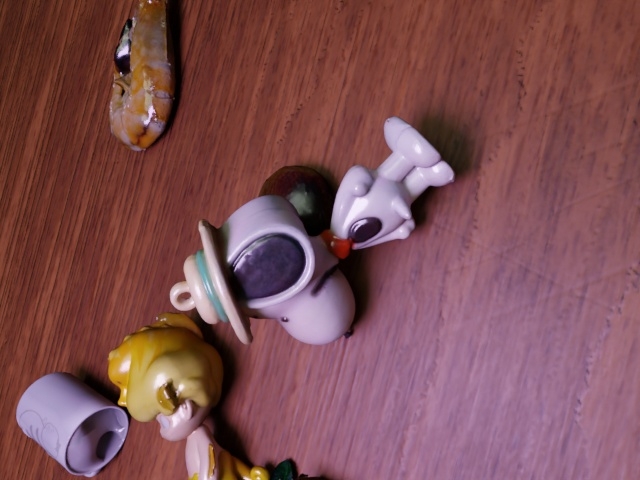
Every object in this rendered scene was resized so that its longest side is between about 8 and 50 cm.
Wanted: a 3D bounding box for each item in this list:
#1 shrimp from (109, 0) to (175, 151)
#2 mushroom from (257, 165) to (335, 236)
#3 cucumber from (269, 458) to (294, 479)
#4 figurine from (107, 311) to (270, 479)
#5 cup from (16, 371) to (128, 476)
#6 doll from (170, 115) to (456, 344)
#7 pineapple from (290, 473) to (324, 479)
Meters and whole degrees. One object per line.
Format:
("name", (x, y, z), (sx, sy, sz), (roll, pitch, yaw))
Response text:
("shrimp", (-0.278, -0.278, 0.820), (0.152, 0.063, 0.287), (-3, 82, 42))
("mushroom", (-0.035, -0.030, 0.636), (0.123, 0.052, 0.123), (-4, 83, 35))
("cucumber", (-0.052, 0.317, 0.598), (0.032, 0.032, 0.133), (3, 74, 32))
("figurine", (-0.162, 0.208, 0.645), (0.246, 0.131, 0.156), (61, 154, 7))
("cup", (-0.360, 0.275, 0.759), (0.133, 0.099, 0.135), (18, 92, 31))
("doll", (-0.009, -0.016, 0.542), (0.271, 0.208, 0.144), (-60, 29, 15))
("pineapple", (-0.004, 0.305, 0.556), (0.137, 0.069, 0.116), (-38, 59, 25))
